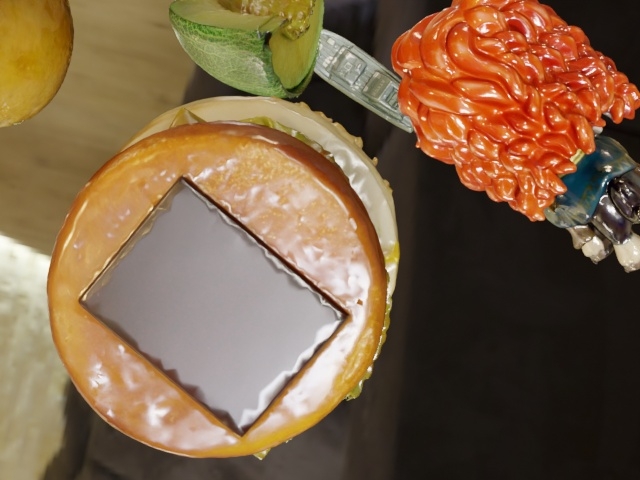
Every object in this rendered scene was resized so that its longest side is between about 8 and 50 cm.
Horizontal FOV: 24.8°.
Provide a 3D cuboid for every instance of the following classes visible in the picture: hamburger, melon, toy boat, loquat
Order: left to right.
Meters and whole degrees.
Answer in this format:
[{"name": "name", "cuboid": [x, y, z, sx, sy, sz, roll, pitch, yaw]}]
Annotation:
[{"name": "loquat", "cuboid": [-0.411, -0.237, 1.642, 0.263, 0.263, 0.263, -167, 90, -80]}, {"name": "hamburger", "cuboid": [-0.066, 0.022, 1.162, 0.225, 0.291, 0.291, -63, -12, -79]}, {"name": "melon", "cuboid": [-0.099, -0.258, 1.862, 0.265, 0.169, 0.129, -59, -28, -58]}, {"name": "toy boat", "cuboid": [0.062, -0.275, 2.415, 0.078, 0.260, 0.085, -54, 0, 0]}]

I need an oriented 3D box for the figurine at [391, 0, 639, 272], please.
[{"name": "figurine", "cuboid": [0.270, -0.127, 1.770, 0.241, 0.412, 0.306, -40, 46, 12]}]
